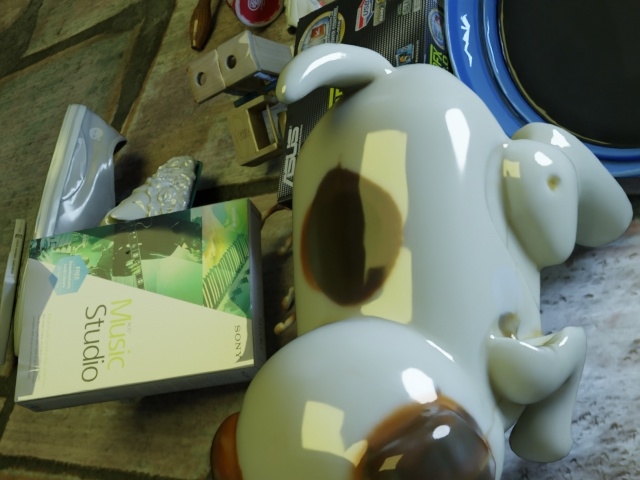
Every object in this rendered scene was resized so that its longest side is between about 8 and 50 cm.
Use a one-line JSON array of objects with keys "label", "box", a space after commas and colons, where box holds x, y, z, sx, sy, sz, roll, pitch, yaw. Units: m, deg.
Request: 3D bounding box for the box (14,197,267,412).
[{"label": "box", "box": [-0.230, 0.083, 1.041, 0.321, 0.058, 0.232, -10, 63, 10]}]

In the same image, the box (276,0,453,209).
[{"label": "box", "box": [0.054, -0.179, 0.964, 0.216, 0.060, 0.270, -13, 62, 41]}]

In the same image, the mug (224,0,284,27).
[{"label": "mug", "box": [-0.143, -0.469, 1.425, 0.113, 0.150, 0.169, -31, 48, 2]}]

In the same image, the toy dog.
[{"label": "toy dog", "box": [0.080, 0.070, 0.676, 0.284, 0.395, 0.408, -3, 52, 31]}]

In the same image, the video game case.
[{"label": "video game case", "box": [-0.537, 0.088, 1.397, 0.173, 0.022, 0.190, -107, 32, -51]}]

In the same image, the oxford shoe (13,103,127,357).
[{"label": "oxford shoe", "box": [-0.427, -0.017, 1.379, 0.169, 0.130, 0.450, -25, 51, 62]}]

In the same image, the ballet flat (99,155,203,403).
[{"label": "ballet flat", "box": [-0.266, 0.029, 1.173, 0.147, 0.147, 0.409, -17, 53, 34]}]

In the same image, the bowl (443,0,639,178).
[{"label": "bowl", "box": [0.302, -0.257, 0.800, 0.391, 0.077, 0.391, 3, 95, 44]}]

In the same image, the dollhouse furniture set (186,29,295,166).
[{"label": "dollhouse furniture set", "box": [-0.101, -0.200, 1.241, 0.128, 0.129, 0.184, -20, 80, 32]}]

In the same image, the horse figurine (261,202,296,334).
[{"label": "horse figurine", "box": [0.000, 0.000, 1.027, 0.174, 0.066, 0.263, -36, 46, 28]}]

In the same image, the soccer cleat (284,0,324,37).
[{"label": "soccer cleat", "box": [-0.034, -0.376, 1.320, 0.076, 0.068, 0.196, -44, 45, 14]}]

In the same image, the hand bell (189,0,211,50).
[{"label": "hand bell", "box": [-0.220, -0.479, 1.547, 0.126, 0.126, 0.242, -3, 72, 41]}]

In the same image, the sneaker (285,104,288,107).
[{"label": "sneaker", "box": [0.005, -0.156, 1.099, 0.092, 0.088, 0.225, -38, 40, -7]}]
